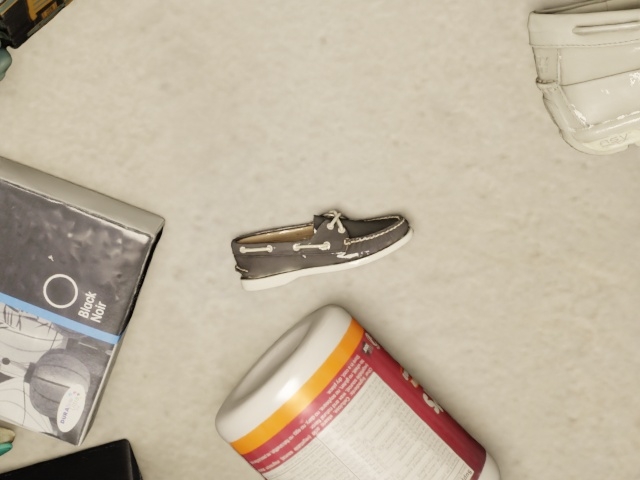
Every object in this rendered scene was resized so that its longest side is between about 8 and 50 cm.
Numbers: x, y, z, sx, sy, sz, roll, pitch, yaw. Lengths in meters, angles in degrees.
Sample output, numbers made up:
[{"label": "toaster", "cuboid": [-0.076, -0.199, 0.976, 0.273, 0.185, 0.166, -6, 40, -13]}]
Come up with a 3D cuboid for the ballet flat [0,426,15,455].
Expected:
[{"label": "ballet flat", "cuboid": [-0.299, 0.154, 1.208, 0.168, 0.057, 0.052, -24, 76, 5]}]

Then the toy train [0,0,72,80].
[{"label": "toy train", "cuboid": [-0.208, -0.167, 1.004, 0.190, 0.334, 0.142, -44, 95, -5]}]

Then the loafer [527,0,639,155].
[{"label": "loafer", "cuboid": [0.288, -0.155, 1.085, 0.319, 0.112, 0.111, -21, 102, 10]}]

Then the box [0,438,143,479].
[{"label": "box", "cuboid": [-0.161, 0.322, 1.107, 0.183, 0.296, 0.294, -15, 102, -5]}]

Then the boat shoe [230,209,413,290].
[{"label": "boat shoe", "cuboid": [0.000, 0.000, 1.167, 0.125, 0.046, 0.038, -14, 106, 14]}]

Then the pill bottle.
[{"label": "pill bottle", "cuboid": [0.044, 0.159, 1.160, 0.121, 0.121, 0.221, -44, 98, 10]}]

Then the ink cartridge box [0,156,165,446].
[{"label": "ink cartridge box", "cuboid": [-0.289, 0.006, 1.170, 0.333, 0.065, 0.165, 20, 103, -1]}]
